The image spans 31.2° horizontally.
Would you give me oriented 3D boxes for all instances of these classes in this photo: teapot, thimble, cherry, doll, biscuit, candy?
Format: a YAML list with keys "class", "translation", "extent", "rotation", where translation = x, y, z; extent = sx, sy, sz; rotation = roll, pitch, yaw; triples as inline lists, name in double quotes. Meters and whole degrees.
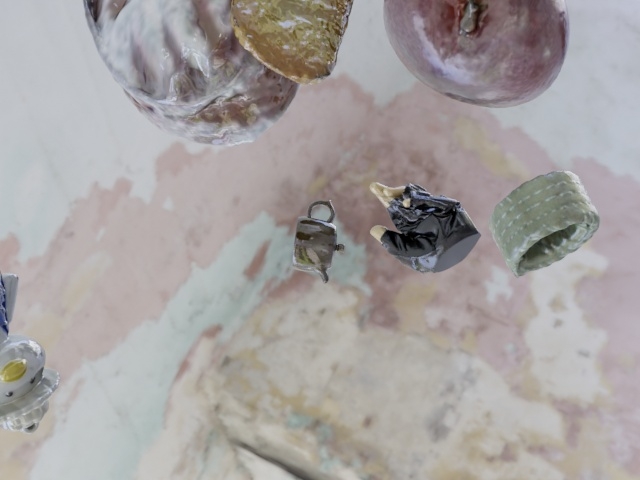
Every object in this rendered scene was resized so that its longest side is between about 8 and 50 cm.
- class: "teapot"
  translation: [0.000, 0.000, 1.585]
  extent: [0.076, 0.068, 0.121]
  rotation: [92, -175, -71]
- class: "thimble"
  translation: [0.216, -0.016, 1.120]
  extent: [0.084, 0.062, 0.110]
  rotation: [5, -37, -39]
- class: "cherry"
  translation: [0.216, -0.293, 1.580]
  extent: [0.221, 0.261, 0.307]
  rotation: [-57, -9, -6]
- class: "doll"
  translation: [-0.414, 0.118, 1.413]
  extent: [0.138, 0.119, 0.293]
  rotation: [-37, -62, -39]
- class: "biscuit"
  translation: [-0.019, -0.247, 1.091]
  extent: [0.029, 0.118, 0.247]
  rotation: [-40, 28, 47]
- class: "candy"
  translation: [-0.132, -0.238, 1.188]
  extent: [0.214, 0.289, 0.157]
  rotation: [-30, -29, 4]

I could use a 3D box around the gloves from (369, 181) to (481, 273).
- class: "gloves"
  translation: [0.168, -0.038, 2.037]
  extent: [0.164, 0.203, 0.124]
  rotation: [-46, -30, 21]
